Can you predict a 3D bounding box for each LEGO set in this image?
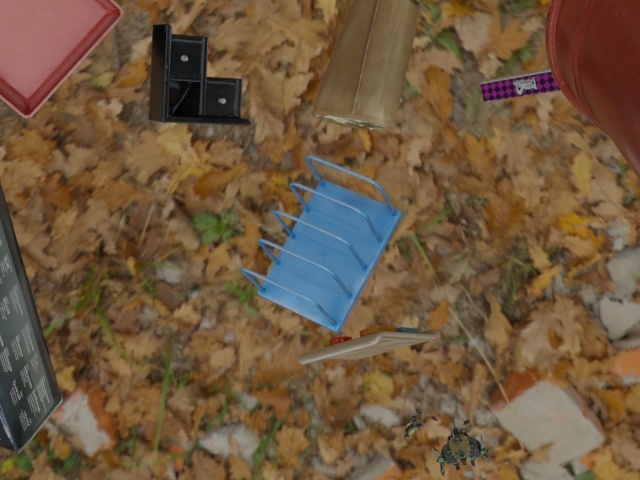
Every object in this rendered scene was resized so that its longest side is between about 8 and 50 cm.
[{"bbox_3d":[0.118,0.184,0.890,0.054,0.023,0.083,-45,66,-4],"label":"LEGO set"}]

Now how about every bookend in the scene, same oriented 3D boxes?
[{"bbox_3d":[-0.196,-0.270,1.609,0.157,0.072,0.156,0,100,-29],"label":"bookend"}]

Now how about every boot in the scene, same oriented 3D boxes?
[{"bbox_3d":[0.121,-0.284,1.356,0.089,0.236,0.269,21,83,-48],"label":"boot"}]

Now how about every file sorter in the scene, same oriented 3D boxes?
[{"bbox_3d":[0.000,0.000,1.166,0.118,0.104,0.170,24,76,24],"label":"file sorter"}]

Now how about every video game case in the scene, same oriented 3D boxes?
[{"bbox_3d":[0.429,-0.284,1.674,0.210,0.232,0.041,-17,100,-31],"label":"video game case"}]

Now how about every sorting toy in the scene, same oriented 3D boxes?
[{"bbox_3d":[0.088,0.190,1.818,0.193,0.208,0.038,-20,76,36],"label":"sorting toy"}]

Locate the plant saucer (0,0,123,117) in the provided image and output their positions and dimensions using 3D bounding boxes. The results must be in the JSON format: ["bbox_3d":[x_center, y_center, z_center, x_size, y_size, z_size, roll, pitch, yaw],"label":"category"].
[{"bbox_3d":[-0.519,-0.389,1.675,0.258,0.047,0.259,42,95,-20],"label":"plant saucer"}]

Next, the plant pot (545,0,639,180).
[{"bbox_3d":[0.359,-0.145,0.863,0.273,0.265,0.272,1,125,1],"label":"plant pot"}]

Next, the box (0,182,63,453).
[{"bbox_3d":[-0.252,0.014,0.558,0.175,0.051,0.220,16,135,18],"label":"box"}]
